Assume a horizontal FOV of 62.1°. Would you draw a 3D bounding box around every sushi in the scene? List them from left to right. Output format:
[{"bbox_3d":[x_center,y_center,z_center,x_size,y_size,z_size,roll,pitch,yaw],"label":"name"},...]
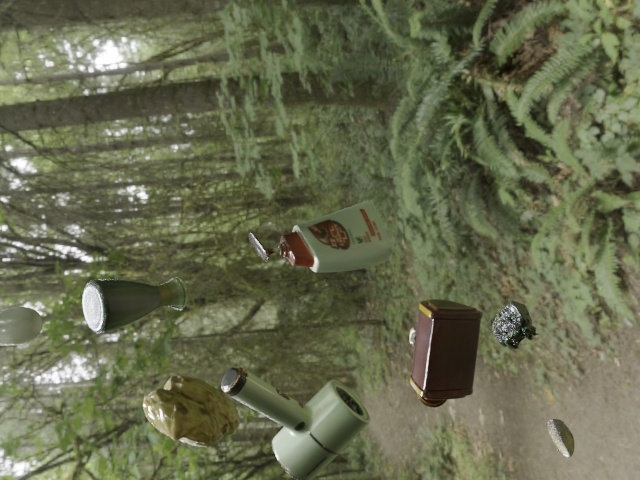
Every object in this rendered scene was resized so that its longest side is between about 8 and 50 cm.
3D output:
[{"bbox_3d":[0.430,0.195,1.190,0.083,0.056,0.084,-43,44,31],"label":"sushi"}]

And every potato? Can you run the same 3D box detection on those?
[{"bbox_3d":[0.564,0.454,1.245,0.093,0.036,0.037,66,158,4],"label":"potato"}]

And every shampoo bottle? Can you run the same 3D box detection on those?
[{"bbox_3d":[0.000,0.000,1.111,0.071,0.284,0.153,110,146,-52],"label":"shampoo bottle"}]

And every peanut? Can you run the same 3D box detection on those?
[{"bbox_3d":[-0.284,0.376,1.170,0.110,0.197,0.233,-63,-12,8],"label":"peanut"}]

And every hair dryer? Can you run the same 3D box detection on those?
[{"bbox_3d":[-0.076,0.355,1.123,0.362,0.203,0.128,41,-175,-30],"label":"hair dryer"}]

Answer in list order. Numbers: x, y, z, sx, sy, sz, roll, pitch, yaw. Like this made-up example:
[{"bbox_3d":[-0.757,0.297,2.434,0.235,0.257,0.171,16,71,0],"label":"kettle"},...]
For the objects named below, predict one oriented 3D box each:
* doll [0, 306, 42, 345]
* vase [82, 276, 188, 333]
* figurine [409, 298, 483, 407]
[{"bbox_3d":[-0.748,0.112,0.972,0.365,0.376,0.187,52,-164,-34],"label":"doll"},{"bbox_3d":[-0.616,0.198,1.799,0.321,0.173,0.173,-8,-85,-47],"label":"vase"},{"bbox_3d":[0.158,0.158,0.743,0.098,0.082,0.154,-158,72,-65],"label":"figurine"}]
